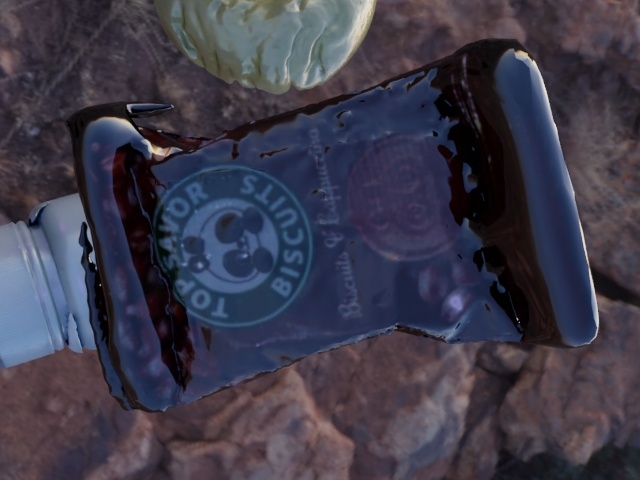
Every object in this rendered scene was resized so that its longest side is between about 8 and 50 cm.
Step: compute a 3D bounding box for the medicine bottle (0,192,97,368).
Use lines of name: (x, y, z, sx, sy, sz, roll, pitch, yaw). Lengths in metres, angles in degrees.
medicine bottle: (-0.184, 0.019, 0.854, 0.258, 0.143, 0.143, -18, 122, -20)

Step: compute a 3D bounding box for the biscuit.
biscuit: (0.000, -0.006, 0.445, 0.063, 0.235, 0.151, -24, 104, -86)

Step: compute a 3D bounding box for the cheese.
cheese: (-0.048, -0.256, 0.965, 0.226, 0.214, 0.117, -54, 160, -24)
